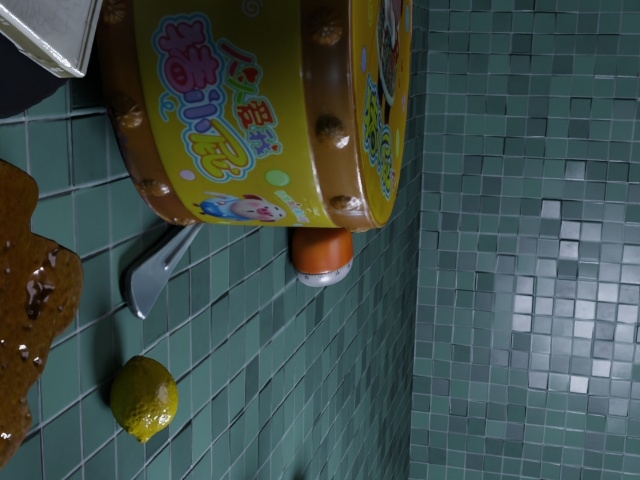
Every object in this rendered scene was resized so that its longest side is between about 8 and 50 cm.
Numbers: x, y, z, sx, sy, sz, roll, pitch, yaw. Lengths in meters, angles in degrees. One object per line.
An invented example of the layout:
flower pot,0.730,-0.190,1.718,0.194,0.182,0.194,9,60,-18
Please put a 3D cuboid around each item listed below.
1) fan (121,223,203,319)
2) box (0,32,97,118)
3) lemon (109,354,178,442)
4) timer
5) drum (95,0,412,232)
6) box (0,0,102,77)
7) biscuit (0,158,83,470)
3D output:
fan,-0.147,-0.013,0.961,0.282,0.023,0.057,-65,146,-55
box,-0.213,-0.198,0.605,0.212,0.042,0.201,-68,157,-51
lemon,-0.169,0.152,0.842,0.065,0.065,0.092,-47,139,-68
timer,0.000,0.000,1.405,0.136,0.099,0.136,-8,90,-82
drum,-0.037,-0.214,0.846,0.431,0.214,0.430,2,90,-79
box,-0.193,-0.189,0.537,0.198,0.029,0.109,45,53,-69
biscuit,-0.244,0.020,0.545,0.278,0.043,0.301,-58,148,-57
